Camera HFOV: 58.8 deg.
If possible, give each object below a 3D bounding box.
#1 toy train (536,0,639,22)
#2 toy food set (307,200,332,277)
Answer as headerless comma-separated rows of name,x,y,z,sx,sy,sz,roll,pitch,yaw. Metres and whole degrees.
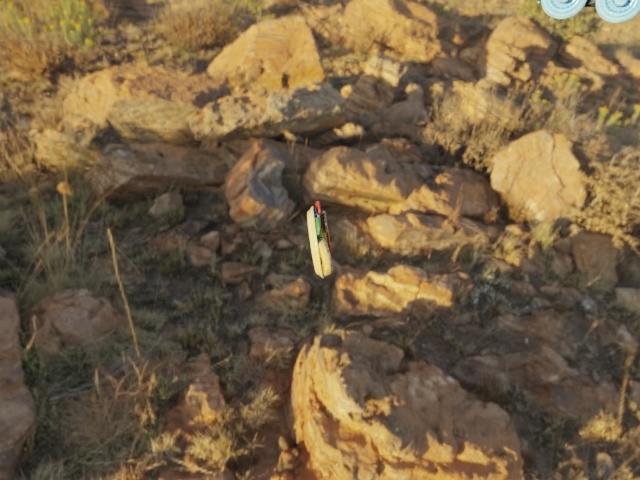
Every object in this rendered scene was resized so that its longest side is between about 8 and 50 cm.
toy train,0.288,-0.260,0.529,0.184,0.105,0.080,14,28,20
toy food set,0.000,0.000,0.624,0.020,0.083,0.083,-8,-9,2
